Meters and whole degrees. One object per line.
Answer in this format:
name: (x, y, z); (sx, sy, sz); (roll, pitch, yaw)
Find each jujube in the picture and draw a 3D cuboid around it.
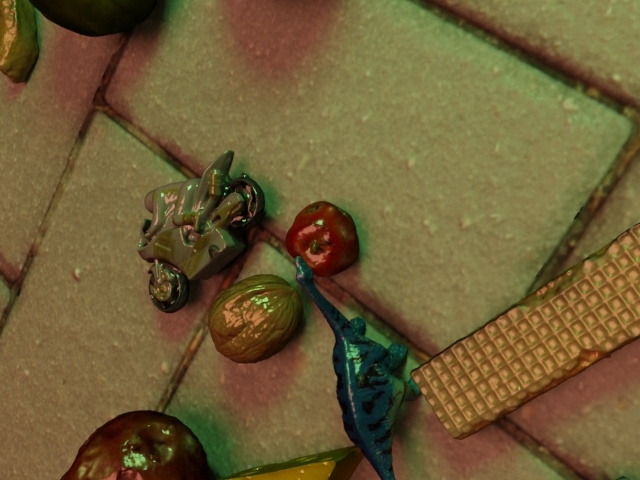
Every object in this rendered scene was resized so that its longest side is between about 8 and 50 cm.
jujube: (-0.237, 0.340, 0.936); (0.197, 0.197, 0.290); (40, 125, 24)

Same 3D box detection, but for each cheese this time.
cheese: (-0.022, 0.282, 0.857); (0.171, 0.093, 0.126); (-43, 67, 23)

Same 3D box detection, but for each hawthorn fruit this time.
hawthorn fruit: (0.000, 0.000, 0.846); (0.093, 0.093, 0.093); (0, 90, 30)

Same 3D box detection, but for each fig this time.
fig: (-0.313, -0.369, 0.980); (0.245, 0.195, 0.195); (35, 108, 49)

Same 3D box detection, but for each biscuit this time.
biscuit: (0.261, 0.067, 0.713); (0.379, 0.054, 0.094); (-39, 72, 24)

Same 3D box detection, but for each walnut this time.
walnut: (-0.076, 0.091, 0.887); (0.124, 0.105, 0.105); (-41, 71, 19)

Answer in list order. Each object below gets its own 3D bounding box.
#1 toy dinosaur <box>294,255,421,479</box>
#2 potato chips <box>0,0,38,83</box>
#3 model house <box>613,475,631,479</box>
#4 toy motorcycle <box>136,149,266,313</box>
toy dinosaur: (0.056, 0.158, 0.801); (0.076, 0.144, 0.329); (-15, 95, 25)
potato chips: (-0.497, -0.448, 1.154); (0.080, 0.057, 0.407); (-19, 81, 25)
model house: (0.218, 0.399, 0.668); (0.261, 0.226, 0.241); (-30, 105, 29)
toy motorcycle: (-0.169, -0.023, 0.955); (0.225, 0.073, 0.152); (-47, 66, 23)
